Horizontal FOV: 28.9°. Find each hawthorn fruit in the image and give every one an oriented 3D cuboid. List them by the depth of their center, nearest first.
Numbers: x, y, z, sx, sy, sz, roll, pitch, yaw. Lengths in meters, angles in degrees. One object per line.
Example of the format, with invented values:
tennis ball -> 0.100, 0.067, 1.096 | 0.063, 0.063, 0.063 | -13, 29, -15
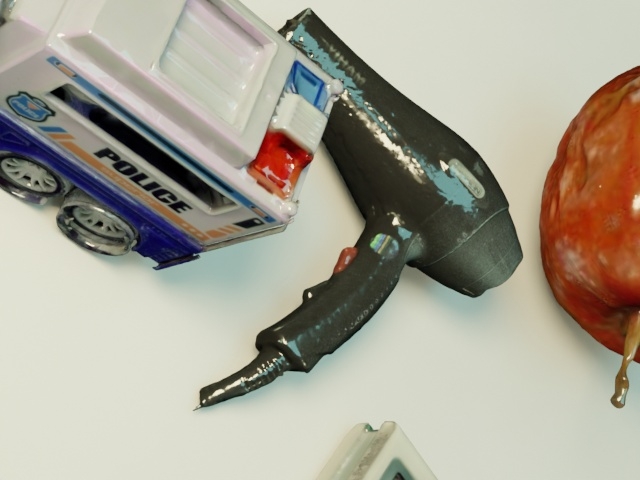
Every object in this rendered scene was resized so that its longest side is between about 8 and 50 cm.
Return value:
hawthorn fruit -> 0.264, 0.008, 0.939 | 0.242, 0.242, 0.271 | 41, 67, -29

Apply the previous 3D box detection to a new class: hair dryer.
hair dryer -> 0.000, 0.000, 0.797 | 0.235, 0.091, 0.271 | 48, 57, -13

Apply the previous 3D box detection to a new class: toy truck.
toy truck -> -0.132, -0.104, 0.638 | 0.268, 0.155, 0.124 | 36, 59, -31

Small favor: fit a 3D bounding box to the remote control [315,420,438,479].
remote control -> -0.004, 0.244, 0.752 | 0.103, 0.055, 0.277 | 55, 51, -21
